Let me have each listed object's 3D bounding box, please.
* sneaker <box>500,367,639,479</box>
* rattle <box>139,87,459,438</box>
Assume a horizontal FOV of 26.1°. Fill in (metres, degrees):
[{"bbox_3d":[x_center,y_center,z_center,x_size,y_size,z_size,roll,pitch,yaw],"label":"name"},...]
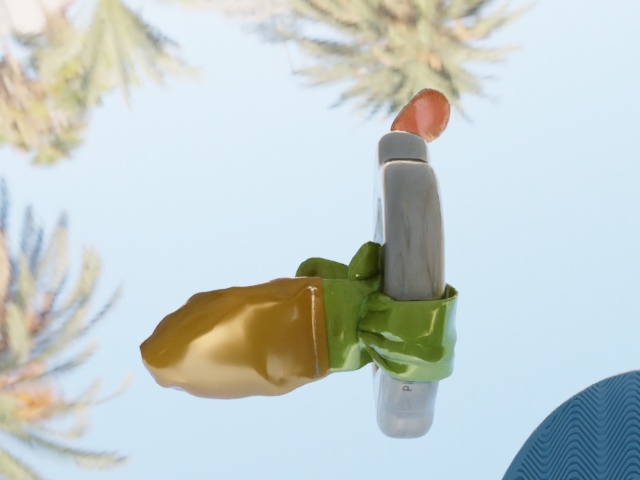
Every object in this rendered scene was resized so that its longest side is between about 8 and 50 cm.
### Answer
[{"bbox_3d":[0.150,0.226,0.544,0.127,0.208,0.319,-14,-128,33],"label":"sneaker"},{"bbox_3d":[0.000,0.000,0.683,0.143,0.130,0.199,-11,-132,10],"label":"rattle"}]
